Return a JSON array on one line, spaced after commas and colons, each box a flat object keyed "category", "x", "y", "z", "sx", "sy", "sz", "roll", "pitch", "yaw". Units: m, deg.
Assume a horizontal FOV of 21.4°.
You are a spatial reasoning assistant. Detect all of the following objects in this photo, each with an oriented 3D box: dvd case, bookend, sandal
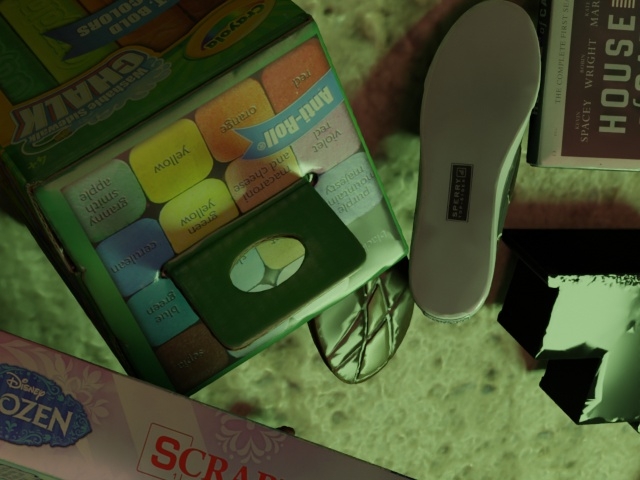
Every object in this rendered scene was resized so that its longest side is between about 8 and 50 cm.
[{"category": "dvd case", "x": 0.269, "y": -0.136, "z": 1.219, "sx": 0.238, "sy": 0.029, "sz": 0.179, "roll": 2, "pitch": 98, "yaw": -16}, {"category": "bookend", "x": 0.205, "y": 0.075, "z": 1.353, "sx": 0.156, "sy": 0.072, "sz": 0.157, "roll": -1, "pitch": 119, "yaw": -29}, {"category": "sandal", "x": 0.000, "y": 0.000, "z": 1.203, "sx": 0.090, "sy": 0.060, "sz": 0.219, "roll": -35, "pitch": 116, "yaw": -16}]

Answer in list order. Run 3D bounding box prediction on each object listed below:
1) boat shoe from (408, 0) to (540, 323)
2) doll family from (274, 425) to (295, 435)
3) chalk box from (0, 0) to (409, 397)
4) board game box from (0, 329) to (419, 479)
[{"category": "boat shoe", "x": 0.108, "y": -0.054, "z": 1.207, "sx": 0.080, "sy": 0.076, "sz": 0.228, "roll": 6, "pitch": 89, "yaw": 4}, {"category": "doll family", "x": -0.082, "y": 0.189, "z": 1.238, "sx": 0.193, "sy": 0.111, "sz": 0.076, "roll": -4, "pitch": 155, "yaw": -41}, {"category": "chalk box", "x": -0.081, "y": -0.045, "z": 0.971, "sx": 0.180, "sy": 0.289, "sz": 0.179, "roll": -33, "pitch": 128, "yaw": -11}, {"category": "board game box", "x": -0.114, "y": 0.141, "z": 1.005, "sx": 0.318, "sy": 0.318, "sz": 0.066, "roll": 22, "pitch": 73, "yaw": -17}]
